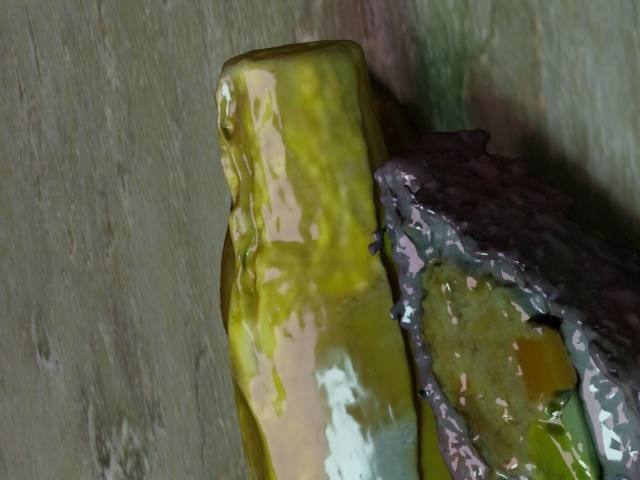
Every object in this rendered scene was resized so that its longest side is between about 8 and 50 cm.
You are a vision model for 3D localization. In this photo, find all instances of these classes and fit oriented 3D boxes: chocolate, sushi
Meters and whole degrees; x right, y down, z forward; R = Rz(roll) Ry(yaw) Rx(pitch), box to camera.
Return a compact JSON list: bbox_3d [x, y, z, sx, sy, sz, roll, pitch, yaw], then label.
[{"bbox_3d":[0.014,0.109,1.069,0.162,0.162,0.445,-1,104,58],"label":"chocolate"},{"bbox_3d":[0.110,0.064,0.979,0.241,0.107,0.161,41,131,34],"label":"sushi"}]

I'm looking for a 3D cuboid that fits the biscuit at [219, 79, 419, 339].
[{"bbox_3d":[-0.004,0.002,1.208,0.260,0.041,0.203,-50,60,48],"label":"biscuit"}]
